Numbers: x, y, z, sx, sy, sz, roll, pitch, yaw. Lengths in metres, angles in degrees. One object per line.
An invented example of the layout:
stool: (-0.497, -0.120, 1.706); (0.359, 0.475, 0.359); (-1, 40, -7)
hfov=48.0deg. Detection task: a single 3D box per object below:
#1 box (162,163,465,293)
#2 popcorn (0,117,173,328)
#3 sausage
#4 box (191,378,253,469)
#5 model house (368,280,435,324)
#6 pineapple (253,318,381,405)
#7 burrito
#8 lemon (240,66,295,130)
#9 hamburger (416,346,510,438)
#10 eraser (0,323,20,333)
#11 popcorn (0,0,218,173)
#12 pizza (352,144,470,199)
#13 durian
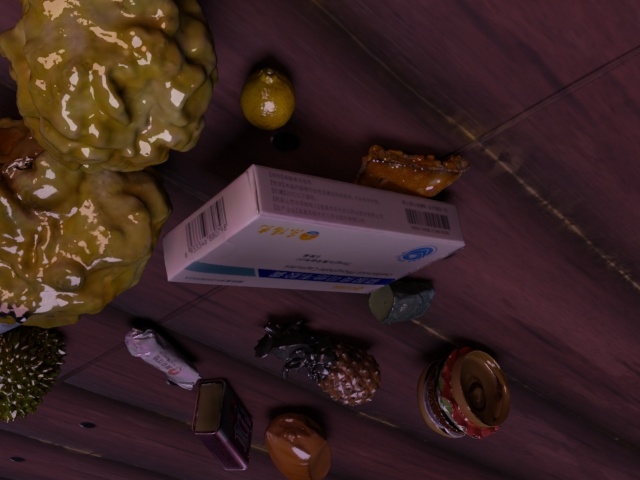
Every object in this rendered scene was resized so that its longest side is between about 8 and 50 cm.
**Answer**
box: (0.000, 0.000, 0.911); (0.343, 0.065, 0.200); (7, 153, -40)
popcorn: (-0.321, -0.026, 0.858); (0.286, 0.215, 0.252); (-11, 105, 7)
sausage: (-0.047, 0.469, 1.610); (0.136, 0.120, 0.241); (23, 150, 26)
box: (-0.201, 0.389, 1.503); (0.069, 0.120, 0.224); (-3, 146, 10)
model house: (0.132, 0.095, 1.157); (0.083, 0.066, 0.079); (-4, 137, -25)
pineapple: (-0.006, 0.210, 1.274); (0.237, 0.111, 0.119); (27, 106, -25)
burrito: (-0.287, 0.211, 1.308); (0.064, 0.064, 0.203); (-13, 144, 17)
lemon: (-0.058, -0.158, 0.796); (0.062, 0.062, 0.083); (3, 146, -4)
hamburger: (0.253, 0.285, 1.326); (0.175, 0.175, 0.137); (29, 142, -33)
eraser: (-0.469, 0.057, 1.076); (0.227, 0.081, 0.174); (-21, 135, 28)
popcorn: (-0.201, -0.176, 0.671); (0.181, 0.217, 0.235); (-17, 143, -22)
pizza: (0.090, -0.081, 0.917); (0.178, 0.041, 0.131); (-27, 142, 35)
durian: (-0.570, 0.215, 1.227); (0.237, 0.176, 0.200); (30, 117, -20)
